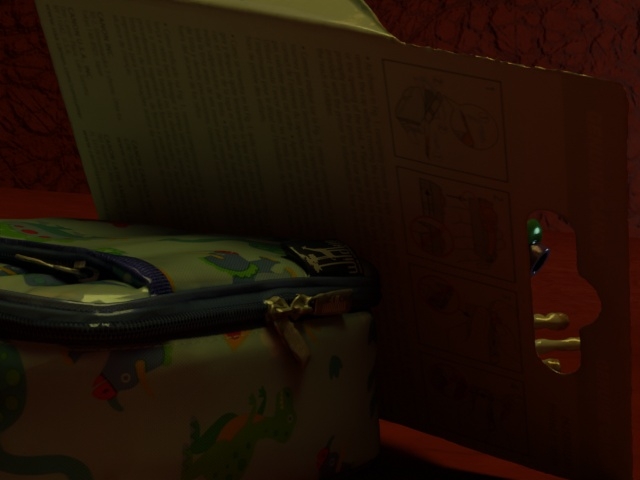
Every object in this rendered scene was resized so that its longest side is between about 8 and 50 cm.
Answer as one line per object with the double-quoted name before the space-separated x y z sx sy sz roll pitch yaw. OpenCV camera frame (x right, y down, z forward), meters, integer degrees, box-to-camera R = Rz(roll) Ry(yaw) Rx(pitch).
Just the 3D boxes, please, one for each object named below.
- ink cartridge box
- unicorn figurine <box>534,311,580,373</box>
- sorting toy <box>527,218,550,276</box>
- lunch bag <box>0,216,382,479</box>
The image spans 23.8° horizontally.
"ink cartridge box" 0.014 -0.014 0.574 0.232 0.189 0.066 11 42 25
"unicorn figurine" 0.084 0.056 0.765 0.111 0.060 0.162 3 -12 -12
"sorting toy" 0.146 0.032 1.137 0.042 0.061 0.102 36 55 21
"lunch bag" -0.099 0.039 0.529 0.219 0.090 0.176 6 7 38
